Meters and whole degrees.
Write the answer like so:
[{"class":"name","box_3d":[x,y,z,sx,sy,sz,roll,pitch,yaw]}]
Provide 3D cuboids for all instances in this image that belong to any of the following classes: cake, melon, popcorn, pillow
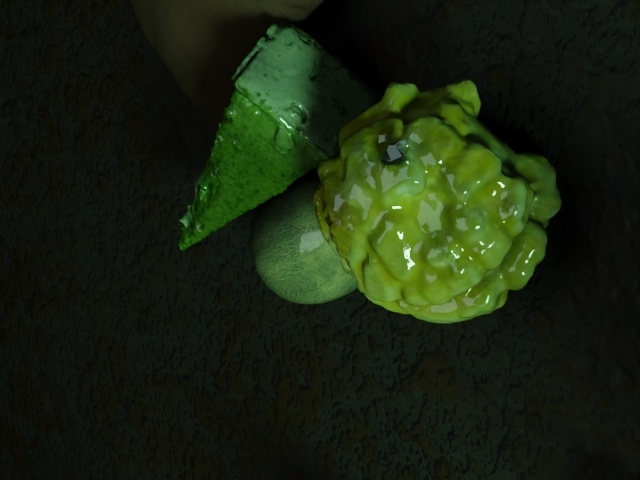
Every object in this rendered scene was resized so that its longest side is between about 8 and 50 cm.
[{"class":"cake","box_3d":[-0.042,-0.059,1.105,0.099,0.100,0.235,32,141,2]},{"class":"melon","box_3d":[0.000,0.000,1.078,0.130,0.098,0.098,-22,81,52]},{"class":"popcorn","box_3d":[0.078,-0.028,0.943,0.173,0.142,0.173,25,124,43]},{"class":"pillow","box_3d":[-0.089,-0.278,1.119,0.305,0.108,0.308,60,139,15]}]
